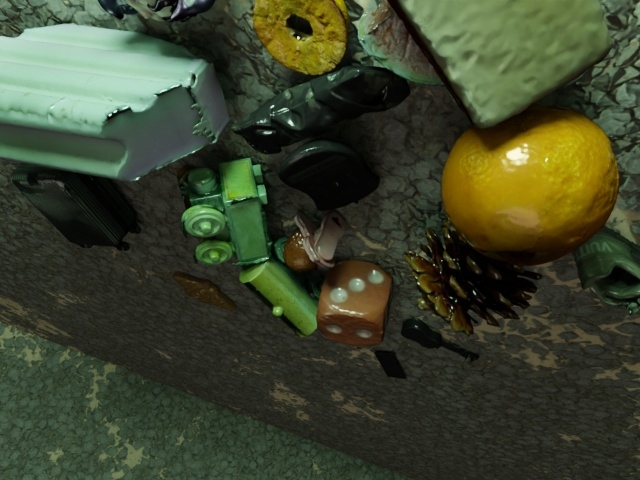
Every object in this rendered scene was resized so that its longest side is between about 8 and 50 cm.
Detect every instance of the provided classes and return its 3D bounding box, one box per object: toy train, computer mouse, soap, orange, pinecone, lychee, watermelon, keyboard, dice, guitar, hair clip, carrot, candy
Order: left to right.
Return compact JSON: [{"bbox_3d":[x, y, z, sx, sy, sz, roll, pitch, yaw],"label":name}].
[{"bbox_3d":[-0.406,-0.249,0.794,0.446,0.261,0.156,10,143,12],"label":"soap"},{"bbox_3d":[-0.314,-0.089,1.128,0.069,0.069,0.228,15,143,7],"label":"carrot"},{"bbox_3d":[-0.213,-0.057,1.022,0.188,0.159,0.271,-11,143,-7],"label":"toy train"},{"bbox_3d":[-0.103,0.127,1.201,0.126,0.189,0.307,-10,133,38],"label":"toy train"},{"bbox_3d":[-0.033,0.035,1.124,0.101,0.114,0.140,-8,122,44],"label":"lychee"},{"bbox_3d":[-0.008,0.003,1.043,0.123,0.138,0.102,34,148,-30],"label":"hair clip"},{"bbox_3d":[0.019,-0.137,0.864,0.147,0.088,0.264,-19,154,17],"label":"computer mouse"},{"bbox_3d":[0.095,0.169,1.176,0.179,0.174,0.175,13,142,11],"label":"dice"},{"bbox_3d":[0.251,0.446,1.598,0.074,0.015,0.196,2,140,30],"label":"keyboard"},{"bbox_3d":[0.151,-0.304,0.633,0.187,0.071,0.139,14,128,-12],"label":"watermelon"},{"bbox_3d":[0.367,0.315,1.350,0.271,0.038,0.084,29,145,-12],"label":"guitar"},{"bbox_3d":[0.175,-0.303,0.515,0.179,0.135,0.321,-35,122,21],"label":"candy"},{"bbox_3d":[0.309,0.064,0.885,0.264,0.264,0.264,13,144,10],"label":"pinecone"},{"bbox_3d":[0.309,-0.083,0.685,0.246,0.246,0.246,13,144,10],"label":"orange"}]

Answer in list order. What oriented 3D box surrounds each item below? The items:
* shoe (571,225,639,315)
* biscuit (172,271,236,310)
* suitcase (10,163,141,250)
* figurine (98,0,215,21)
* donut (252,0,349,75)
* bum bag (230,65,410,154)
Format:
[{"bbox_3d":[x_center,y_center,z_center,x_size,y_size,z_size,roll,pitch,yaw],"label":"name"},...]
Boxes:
[{"bbox_3d":[0.605,0.093,0.856,0.293,0.149,0.109,27,143,-7],"label":"shoe"},{"bbox_3d":[-0.403,0.183,1.557,0.250,0.035,0.162,31,147,-18],"label":"biscuit"},{"bbox_3d":[-0.653,-0.101,1.218,0.202,0.128,0.312,4,140,20],"label":"suitcase"},{"bbox_3d":[-0.230,-0.392,0.657,0.222,0.145,0.145,14,145,26],"label":"figurine"},{"bbox_3d":[-0.024,-0.330,0.680,0.152,0.058,0.152,13,143,10],"label":"donut"},{"bbox_3d":[-0.016,-0.224,0.768,0.340,0.095,0.144,-11,174,37],"label":"bum bag"}]
